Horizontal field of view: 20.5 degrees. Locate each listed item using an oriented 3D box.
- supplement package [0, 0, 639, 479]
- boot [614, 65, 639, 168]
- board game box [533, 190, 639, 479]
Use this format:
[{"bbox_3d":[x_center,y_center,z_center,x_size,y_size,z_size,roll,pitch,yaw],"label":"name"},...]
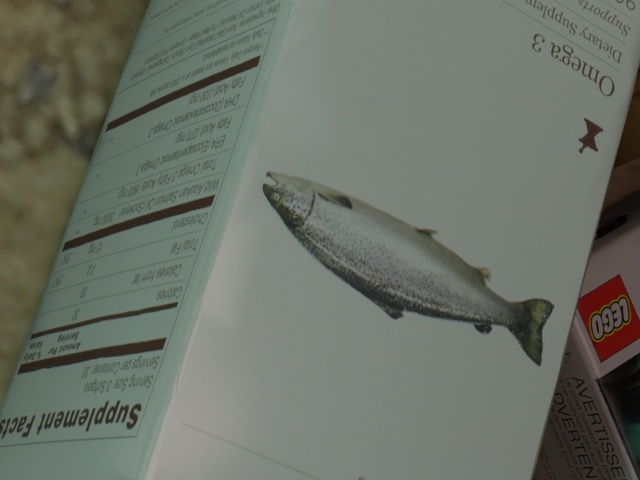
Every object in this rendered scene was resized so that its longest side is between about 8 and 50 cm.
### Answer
[{"bbox_3d":[0.000,0.000,0.465,0.105,0.105,0.179,26,70,-26],"label":"supplement package"},{"bbox_3d":[0.104,-0.186,0.571,0.236,0.089,0.270,-32,97,-32],"label":"boot"},{"bbox_3d":[0.204,0.042,0.613,0.305,0.053,0.193,-28,97,-32],"label":"board game box"}]
